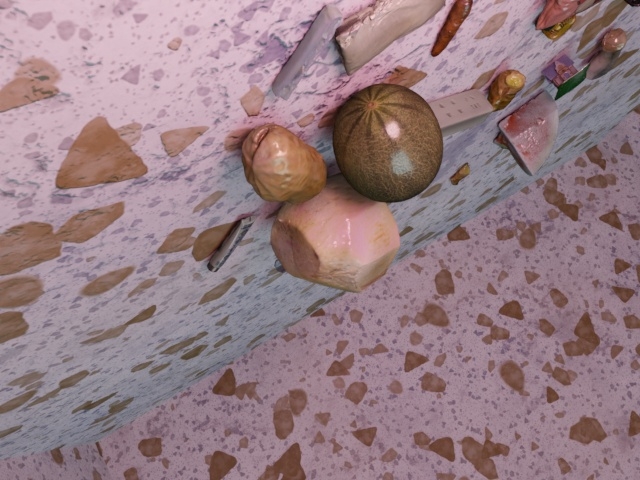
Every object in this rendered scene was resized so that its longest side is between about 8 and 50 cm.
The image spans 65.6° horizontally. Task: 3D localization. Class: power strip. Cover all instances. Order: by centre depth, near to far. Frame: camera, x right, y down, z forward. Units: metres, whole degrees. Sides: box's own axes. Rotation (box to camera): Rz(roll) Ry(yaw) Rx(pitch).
[{"bbox_3d":[0.305,-0.321,1.324,0.385,0.091,0.062,-23,161,-29],"label":"power strip"}]

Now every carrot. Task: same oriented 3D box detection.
[{"bbox_3d":[0.264,-0.431,1.015,0.035,0.036,0.165,-26,166,-22],"label":"carrot"}]

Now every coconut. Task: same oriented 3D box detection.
[{"bbox_3d":[0.051,-0.016,1.361,0.352,0.353,0.353,-30,165,-9],"label":"coconut"}]

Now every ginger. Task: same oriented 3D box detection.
[{"bbox_3d":[0.527,-0.431,1.441,0.115,0.081,0.205,-23,174,16],"label":"ginger"},{"bbox_3d":[0.600,-0.278,2.128,0.057,0.044,0.137,-44,175,-35],"label":"ginger"}]

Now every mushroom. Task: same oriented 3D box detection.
[{"bbox_3d":[0.966,-0.629,1.677,0.092,0.081,0.223,-10,167,5],"label":"mushroom"}]

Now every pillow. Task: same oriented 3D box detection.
[{"bbox_3d":[0.128,-0.386,0.864,0.229,0.050,0.148,-33,171,3],"label":"pillow"},{"bbox_3d":[0.616,-0.591,1.108,0.236,0.084,0.223,-26,166,-13],"label":"pillow"}]

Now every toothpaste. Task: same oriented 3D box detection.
[{"bbox_3d":[-0.248,0.009,1.366,0.062,0.039,0.239,-20,159,-50],"label":"toothpaste"}]

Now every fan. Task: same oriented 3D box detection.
[{"bbox_3d":[0.597,-0.553,1.271,0.155,0.039,0.082,-18,160,-39],"label":"fan"}]

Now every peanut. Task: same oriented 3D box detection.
[{"bbox_3d":[-0.069,-0.149,1.048,0.149,0.149,0.313,-36,170,13],"label":"peanut"}]

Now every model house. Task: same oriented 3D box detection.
[{"bbox_3d":[0.779,-0.535,1.592,0.117,0.088,0.167,-38,165,19],"label":"model house"}]

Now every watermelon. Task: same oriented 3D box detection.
[{"bbox_3d":[0.741,-0.370,1.850,0.213,0.290,0.320,8,162,-21],"label":"watermelon"}]

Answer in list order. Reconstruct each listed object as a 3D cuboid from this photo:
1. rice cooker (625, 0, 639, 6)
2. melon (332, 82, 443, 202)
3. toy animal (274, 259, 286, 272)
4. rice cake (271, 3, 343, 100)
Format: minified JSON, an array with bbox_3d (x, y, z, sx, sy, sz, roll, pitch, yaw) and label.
[{"bbox_3d":[0.835,-0.670,1.240,0.165,0.112,0.106,-38,158,11],"label":"rice cooker"},{"bbox_3d":[0.147,-0.210,1.082,0.237,0.238,0.301,-34,156,7],"label":"melon"},{"bbox_3d":[0.029,-0.018,1.616,0.367,0.081,0.205,-36,-175,-36],"label":"toy animal"},{"bbox_3d":[-0.023,-0.305,0.824,0.030,0.042,0.180,-11,153,-48],"label":"rice cake"}]
